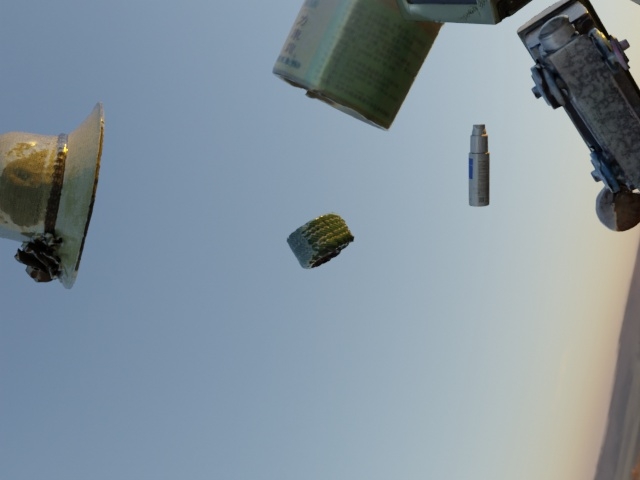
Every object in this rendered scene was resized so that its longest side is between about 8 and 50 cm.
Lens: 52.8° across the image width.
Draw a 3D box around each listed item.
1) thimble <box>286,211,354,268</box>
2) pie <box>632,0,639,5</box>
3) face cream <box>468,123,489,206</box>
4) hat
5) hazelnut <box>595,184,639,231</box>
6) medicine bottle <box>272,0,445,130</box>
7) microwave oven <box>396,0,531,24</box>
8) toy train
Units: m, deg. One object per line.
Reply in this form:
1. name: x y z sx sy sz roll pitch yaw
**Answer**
1. thimble: -0.002 0.001 1.478 0.135 0.090 0.118 -25 -12 -32
2. pie: 0.326 -0.264 0.481 0.273 0.273 0.069 54 -130 -55
3. face cream: 0.251 -0.120 1.020 0.034 0.034 0.130 -29 -60 -56
4. hat: -0.369 -0.068 0.832 0.130 0.257 0.257 10 -87 -24
5. hazelnut: 0.470 -0.056 1.013 0.086 0.086 0.086 -33 -51 -54
6. medicine bottle: 0.106 -0.416 1.099 0.236 0.236 0.406 9 -71 -63
7. microwave oven: 0.200 -0.492 0.798 0.286 0.218 0.355 -37 -57 -15
8. toy train: 0.405 -0.209 0.949 0.299 0.131 0.202 50 -153 -19
